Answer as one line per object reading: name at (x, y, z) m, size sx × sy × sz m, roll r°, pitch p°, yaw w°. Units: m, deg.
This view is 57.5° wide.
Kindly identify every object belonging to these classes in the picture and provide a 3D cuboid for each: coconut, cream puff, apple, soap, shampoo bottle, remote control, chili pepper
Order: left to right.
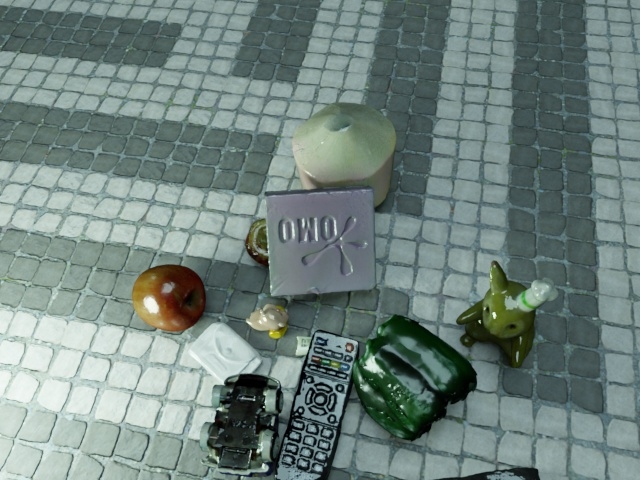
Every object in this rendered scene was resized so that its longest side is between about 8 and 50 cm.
apple at (-0.402, 0.153, 1.558) m, size 0.169 × 0.181 × 0.180 m, roll -4°, pitch 55°, yaw 29°
cream puff at (-0.142, 0.007, 1.679) m, size 0.149 × 0.084 × 0.148 m, roll 1°, pitch 70°, yaw -4°
remote control at (-0.003, 0.421, 1.420) m, size 0.145 × 0.062 × 0.398 m, roll 16°, pitch 65°, yaw 3°
soap at (0.000, 0.000, 1.574) m, size 0.297 × 0.285 × 0.107 m, roll -5°, pitch 14°, yaw -3°
shampoo bottle at (0.006, 0.279, 1.538) m, size 0.141 × 0.034 × 0.048 m, roll 1°, pitch 51°, yaw 3°
coconut at (0.068, -0.247, 1.696) m, size 0.298 × 0.309 × 0.297 m, roll -1°, pitch 58°, yaw 2°
chili pepper at (0.217, 0.315, 1.385) m, size 0.257 × 0.233 × 0.249 m, roll 42°, pitch 59°, yaw 15°

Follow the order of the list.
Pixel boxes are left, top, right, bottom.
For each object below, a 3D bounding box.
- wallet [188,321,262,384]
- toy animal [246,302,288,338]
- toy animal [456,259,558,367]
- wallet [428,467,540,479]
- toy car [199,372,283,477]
wallet at (-0.251, 0.300, 1.538) m, size 0.183 × 0.032 × 0.124 m, roll 37°, pitch 69°, yaw 21°
toy animal at (-0.135, 0.200, 1.564) m, size 0.115 × 0.082 × 0.091 m, roll 20°, pitch 60°, yaw 15°
toy animal at (0.439, 0.183, 1.402) m, size 0.181 × 0.363 × 0.180 m, roll 31°, pitch 79°, yaw 24°
wallet at (0.354, 0.643, 1.295) m, size 0.323 × 0.041 × 0.246 m, roll -4°, pitch 60°, yaw -2°
toy car at (-0.170, 0.439, 1.373) m, size 0.173 × 0.158 × 0.235 m, roll 3°, pitch 56°, yaw 10°
